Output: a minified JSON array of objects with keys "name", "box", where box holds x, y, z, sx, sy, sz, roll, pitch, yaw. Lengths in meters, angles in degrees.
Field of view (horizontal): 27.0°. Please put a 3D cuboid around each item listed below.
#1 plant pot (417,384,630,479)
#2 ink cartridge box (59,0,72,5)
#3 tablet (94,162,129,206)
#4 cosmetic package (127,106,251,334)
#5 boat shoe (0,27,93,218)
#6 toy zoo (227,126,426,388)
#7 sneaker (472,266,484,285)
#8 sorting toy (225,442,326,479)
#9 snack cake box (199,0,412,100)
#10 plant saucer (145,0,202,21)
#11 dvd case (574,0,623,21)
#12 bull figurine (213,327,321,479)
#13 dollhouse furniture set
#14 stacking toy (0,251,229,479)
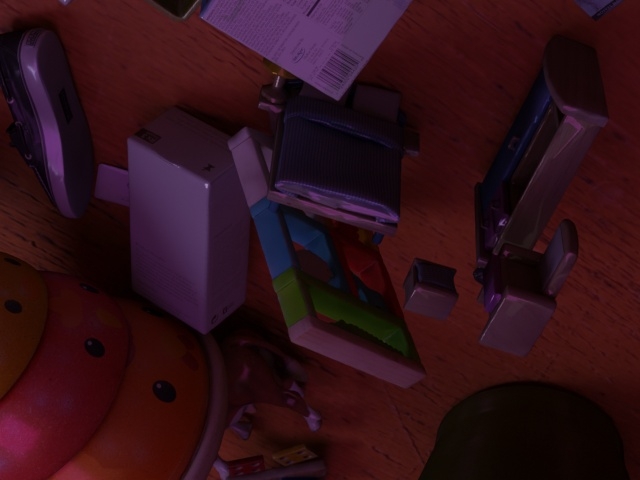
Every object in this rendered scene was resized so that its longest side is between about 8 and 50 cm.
[{"name":"plant pot","box":[0.237,0.374,1.578,0.367,0.353,0.366,6,133,6]},{"name":"ink cartridge box","box":[-0.253,-0.386,1.104,0.307,0.129,0.223,40,129,-4]},{"name":"tablet","box":[-0.216,-0.057,1.524,0.083,0.006,0.054,16,133,-2]},{"name":"cosmetic package","box":[-0.143,-0.019,1.465,0.117,0.085,0.231,29,136,22]},{"name":"boat shoe","box":[-0.305,-0.124,1.436,0.076,0.080,0.228,5,132,17]},{"name":"toy zoo","box":[0.000,0.000,1.352,0.030,0.293,0.192,-36,142,23]},{"name":"sneaker","box":[0.212,0.053,1.507,0.083,0.035,0.031,20,132,-6]},{"name":"sorting toy","box":[-0.057,0.340,1.763,0.132,0.046,0.274,-9,153,-8]},{"name":"snack cake box","box":[0.026,-0.274,1.167,0.152,0.089,0.264,30,116,-17]},{"name":"plant saucer","box":[-0.153,-0.324,1.240,0.188,0.045,0.188,34,130,-17]},{"name":"dvd case","box":[0.247,-0.266,1.224,0.119,0.013,0.087,38,129,-22]},{"name":"bull figurine","box":[-0.144,0.211,1.689,0.188,0.101,0.310,34,136,-27]},{"name":"dollhouse furniture set","box":[0.086,-0.091,1.244,0.303,0.286,0.198,17,125,-7]},{"name":"stacking toy","box":[-0.358,0.128,1.430,0.351,0.350,0.480,-18,139,27]}]
